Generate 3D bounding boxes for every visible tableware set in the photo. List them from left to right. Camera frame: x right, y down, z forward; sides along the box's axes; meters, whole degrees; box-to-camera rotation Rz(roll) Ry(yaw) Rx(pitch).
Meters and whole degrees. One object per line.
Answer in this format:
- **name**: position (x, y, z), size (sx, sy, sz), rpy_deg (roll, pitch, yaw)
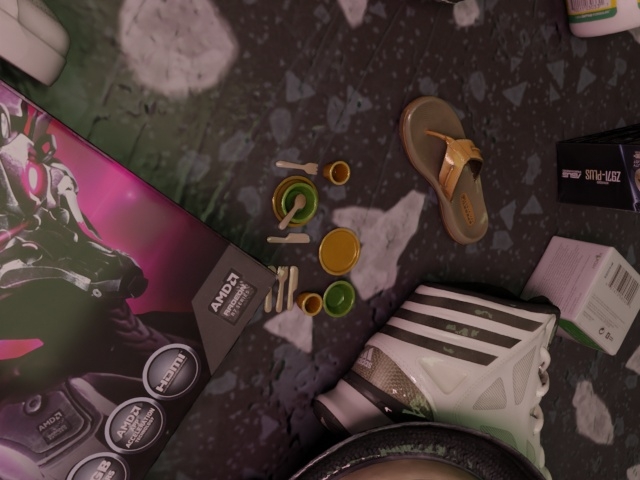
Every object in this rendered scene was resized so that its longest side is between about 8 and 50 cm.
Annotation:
- **tableware set**: position (0.000, 0.000, 0.576), size (0.104, 0.024, 0.153), rpy_deg (2, 98, -30)

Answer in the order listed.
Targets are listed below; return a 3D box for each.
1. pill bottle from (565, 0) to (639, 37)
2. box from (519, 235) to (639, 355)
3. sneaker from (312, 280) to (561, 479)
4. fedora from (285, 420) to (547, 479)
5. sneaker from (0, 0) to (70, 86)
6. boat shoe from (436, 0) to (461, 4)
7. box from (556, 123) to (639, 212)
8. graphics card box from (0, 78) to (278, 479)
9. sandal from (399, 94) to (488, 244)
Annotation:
- **pill bottle**: position (0.309, -0.334, 0.634), size (0.118, 0.118, 0.208), rpy_deg (-27, 111, -23)
- **box**: position (0.319, 0.065, 0.732), size (0.101, 0.087, 0.101), rpy_deg (35, 82, -30)
- **sneaker**: position (0.223, 0.210, 0.658), size (0.447, 0.169, 0.257), rpy_deg (44, 79, -26)
- **fedora**: position (0.094, 0.315, 0.468), size (0.335, 0.152, 0.333), rpy_deg (-3, 102, -13)
- **sneaker**: position (-0.234, -0.244, 0.348), size (0.292, 0.108, 0.169), rpy_deg (43, 81, -27)
- **boat shoe**: position (0.019, -0.277, 0.495), size (0.305, 0.091, 0.109), rpy_deg (19, 53, -33)
- **box**: position (0.400, -0.091, 0.714), size (0.180, 0.147, 0.077), rpy_deg (-15, 106, -27)
- **graphics card box**: position (-0.237, 0.017, 0.405), size (0.371, 0.094, 0.232), rpy_deg (39, 79, -30)
- **sandal**: position (0.142, -0.071, 0.628), size (0.072, 0.049, 0.180), rpy_deg (-37, 115, -19)
